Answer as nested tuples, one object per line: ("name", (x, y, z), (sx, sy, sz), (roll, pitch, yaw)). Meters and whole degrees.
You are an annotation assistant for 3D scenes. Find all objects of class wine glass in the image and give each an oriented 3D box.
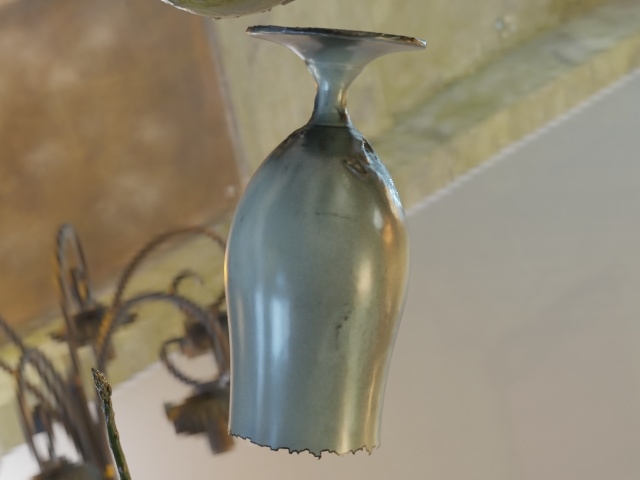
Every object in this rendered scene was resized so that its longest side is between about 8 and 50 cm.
("wine glass", (0.000, 0.000, 0.782), (0.093, 0.202, 0.093), (3, -175, 0))

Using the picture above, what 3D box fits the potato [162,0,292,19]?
("potato", (-0.016, -0.283, 1.225), (0.307, 0.173, 0.210), (-12, -136, 14))

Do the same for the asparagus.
("asparagus", (-0.188, 0.184, 1.487), (0.016, 0.162, 0.016), (-15, -154, -11))
